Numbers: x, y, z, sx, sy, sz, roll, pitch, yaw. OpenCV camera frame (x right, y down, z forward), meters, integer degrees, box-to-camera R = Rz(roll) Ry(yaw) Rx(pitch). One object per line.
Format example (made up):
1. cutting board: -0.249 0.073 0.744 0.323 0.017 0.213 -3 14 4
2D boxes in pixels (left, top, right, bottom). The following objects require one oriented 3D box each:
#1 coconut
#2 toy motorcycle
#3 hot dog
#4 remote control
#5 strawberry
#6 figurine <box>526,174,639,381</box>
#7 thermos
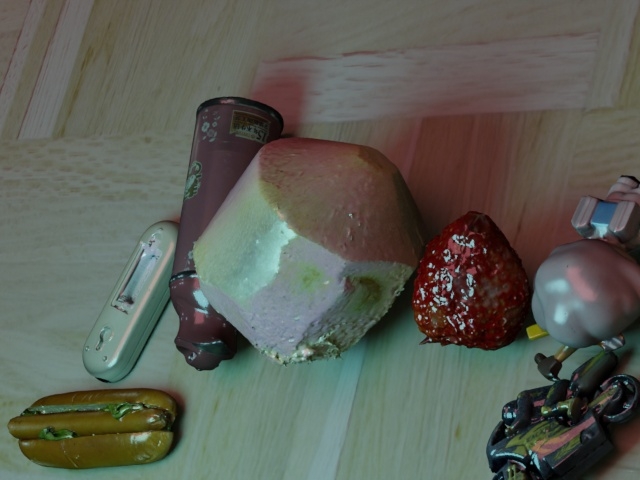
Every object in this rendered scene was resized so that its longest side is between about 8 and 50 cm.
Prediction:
1. coconut: 0.000 0.000 1.810 0.245 0.233 0.233 -51 43 33
2. toy motorcycle: 0.230 0.186 1.651 0.193 0.061 0.124 -44 37 2
3. hot dog: -0.279 0.228 2.026 0.250 0.068 0.100 -9 61 35
4. remote control: -0.232 0.075 2.088 0.078 0.042 0.221 23 82 42
5. strawberry: 0.157 0.048 1.721 0.131 0.148 0.131 -3 59 5
6. figurine: 0.279 0.030 1.651 0.137 0.112 0.229 15 64 35
7. thermos: -0.129 0.000 1.999 0.136 0.109 0.330 -10 62 34
